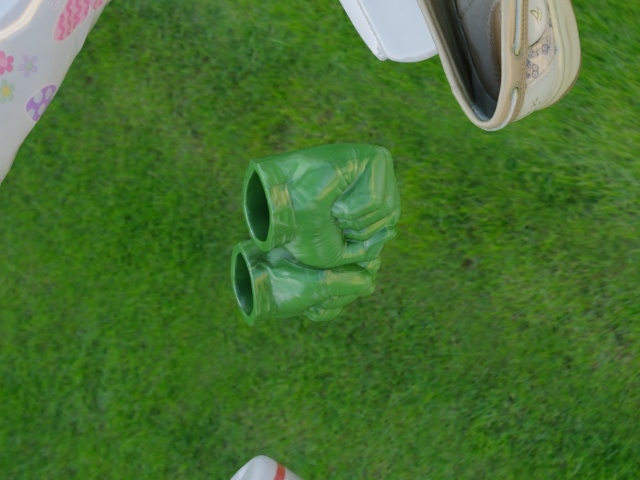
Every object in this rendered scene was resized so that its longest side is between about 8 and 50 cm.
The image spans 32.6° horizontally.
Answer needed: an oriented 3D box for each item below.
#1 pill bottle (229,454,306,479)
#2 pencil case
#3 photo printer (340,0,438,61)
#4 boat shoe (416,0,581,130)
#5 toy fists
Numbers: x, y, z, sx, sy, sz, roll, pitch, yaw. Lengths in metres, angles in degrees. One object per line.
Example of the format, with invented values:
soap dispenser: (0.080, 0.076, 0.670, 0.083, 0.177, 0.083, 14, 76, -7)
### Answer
pill bottle: (0.020, 0.331, 0.968, 0.283, 0.161, 0.161, 35, 106, -6)
pencil case: (-0.230, -0.126, 0.759, 0.113, 0.124, 0.273, 22, 77, 28)
photo printer: (0.081, -0.314, 0.940, 0.107, 0.307, 0.256, -21, 107, 32)
boat shoe: (0.098, -0.217, 0.739, 0.104, 0.089, 0.285, -15, 101, 42)
toy fists: (0.000, 0.000, 1.062, 0.142, 0.279, 0.096, -15, 63, -17)
